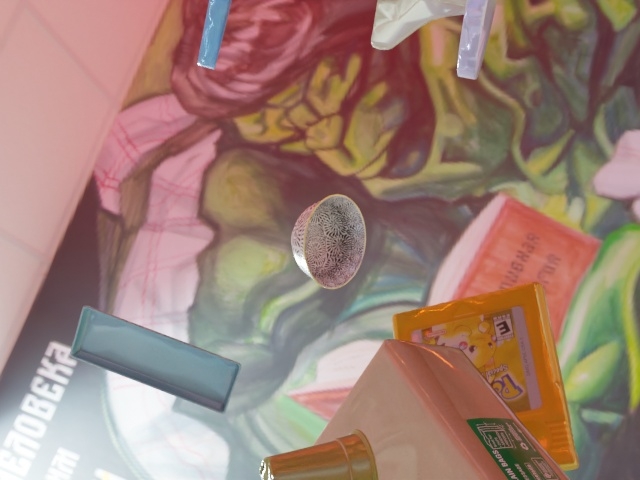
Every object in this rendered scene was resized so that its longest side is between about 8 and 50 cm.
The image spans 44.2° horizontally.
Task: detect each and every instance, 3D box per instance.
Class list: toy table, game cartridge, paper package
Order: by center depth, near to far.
[{"bbox_3d":[0.141,0.340,1.007,0.168,0.325,0.309,7,-56,-38],"label":"paper package"},{"bbox_3d":[0.165,-0.372,1.083,0.252,0.161,0.274,-42,-35,-69],"label":"toy table"},{"bbox_3d":[0.271,0.250,1.360,0.052,0.285,0.323,48,-147,-50],"label":"game cartridge"}]

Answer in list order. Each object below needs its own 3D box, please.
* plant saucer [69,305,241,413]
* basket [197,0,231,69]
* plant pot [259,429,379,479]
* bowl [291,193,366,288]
[{"bbox_3d":[-0.187,0.134,0.899,0.018,0.192,0.067,-59,-11,-75],"label":"plant saucer"},{"bbox_3d":[-0.106,-0.392,0.994,0.289,0.201,0.254,125,155,-58],"label":"basket"},{"bbox_3d":[-0.005,0.193,0.618,0.083,0.079,0.083,-179,90,-73],"label":"plant pot"},{"bbox_3d":[0.000,0.000,1.430,0.170,0.080,0.170,-6,-81,-47],"label":"bowl"}]
